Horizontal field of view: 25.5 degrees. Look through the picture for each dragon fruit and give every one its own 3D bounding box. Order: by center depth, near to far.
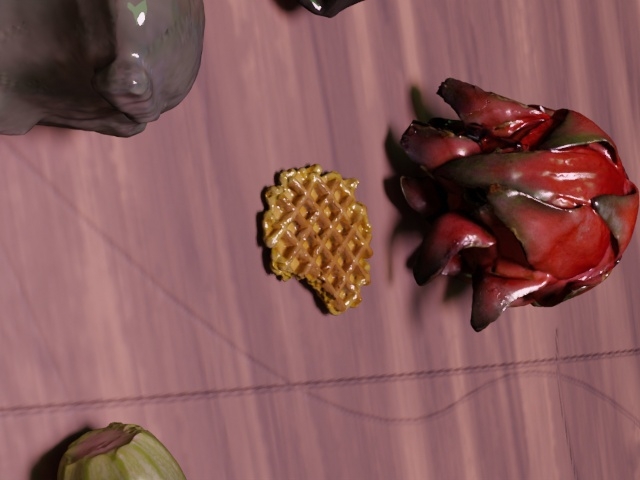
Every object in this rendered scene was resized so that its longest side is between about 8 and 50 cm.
[{"bbox_3d":[0.118,-0.022,0.831,0.142,0.130,0.121,-8,127,-50],"label":"dragon fruit"}]

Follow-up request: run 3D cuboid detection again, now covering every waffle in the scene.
[{"bbox_3d":[-0.001,-0.002,0.761,0.085,0.016,0.078,20,69,-47],"label":"waffle"}]

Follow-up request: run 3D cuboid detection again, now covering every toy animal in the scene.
[{"bbox_3d":[-0.116,-0.168,0.575,0.125,0.127,0.251,-3,84,-21],"label":"toy animal"}]

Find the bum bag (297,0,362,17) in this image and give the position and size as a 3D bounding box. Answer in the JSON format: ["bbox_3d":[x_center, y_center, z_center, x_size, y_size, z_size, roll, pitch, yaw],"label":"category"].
[{"bbox_3d":[-0.033,-0.263,0.693,0.142,0.079,0.326,-52,129,-27],"label":"bum bag"}]

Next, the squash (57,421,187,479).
[{"bbox_3d":[-0.066,0.194,0.644,0.066,0.066,0.229,-28,108,-46],"label":"squash"}]
